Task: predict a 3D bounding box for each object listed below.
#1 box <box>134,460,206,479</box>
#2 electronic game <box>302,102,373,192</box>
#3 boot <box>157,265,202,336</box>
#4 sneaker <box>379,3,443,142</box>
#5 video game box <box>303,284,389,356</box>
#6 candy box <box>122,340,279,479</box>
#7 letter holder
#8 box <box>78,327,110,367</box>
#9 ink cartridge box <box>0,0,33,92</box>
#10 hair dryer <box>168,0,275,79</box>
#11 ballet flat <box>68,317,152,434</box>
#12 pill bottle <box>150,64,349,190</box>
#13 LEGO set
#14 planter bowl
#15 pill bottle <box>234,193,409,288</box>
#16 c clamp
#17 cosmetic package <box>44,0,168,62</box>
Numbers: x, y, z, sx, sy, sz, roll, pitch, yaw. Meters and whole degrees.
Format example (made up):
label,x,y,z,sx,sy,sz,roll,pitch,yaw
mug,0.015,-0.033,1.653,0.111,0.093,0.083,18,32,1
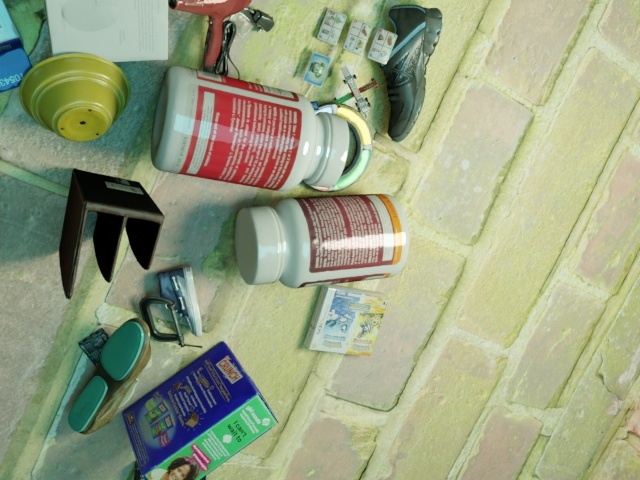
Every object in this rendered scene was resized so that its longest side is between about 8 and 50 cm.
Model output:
label,x,y,z,sx,sy,sz,roll,pitch,yaw
box,-0.408,0.673,1.764,0.191,0.045,0.184,2,103,-24
electronic game,0.030,-0.235,1.661,0.230,0.048,0.229,-8,110,-22
boot,-0.346,0.157,1.618,0.086,0.069,0.189,-9,108,-8
sneaker,0.204,-0.422,1.659,0.140,0.125,0.340,10,103,-3
video game box,0.074,0.225,1.835,0.205,0.048,0.187,11,104,-27
candy box,-0.301,0.433,1.605,0.317,0.268,0.122,-35,121,-10
letter holder,-0.452,-0.005,1.372,0.152,0.302,0.214,11,102,-27
box,-0.534,0.263,1.585,0.067,0.018,0.083,-34,117,-11
ink cartridge box,-0.761,-0.408,1.234,0.324,0.071,0.330,-25,114,-16
hair dryer,-0.215,-0.453,1.395,0.223,0.080,0.293,-58,148,0
ballet flat,-0.479,0.325,1.573,0.342,0.116,0.124,-59,151,12
pill bottle,-0.155,-0.235,1.460,0.408,0.229,0.228,9,103,-22
LEGO set,0.059,-0.414,1.596,0.183,0.060,0.244,20,92,-3
planter bowl,-0.489,-0.266,1.325,0.217,0.090,0.217,-16,151,-9
pill bottle,0.000,0.000,1.625,0.393,0.224,0.223,-4,108,-24
c clamp,-0.371,0.200,1.601,0.137,0.022,0.160,-4,120,17
cosmetic package,-0.422,-0.478,1.277,0.225,0.138,0.224,-8,139,-21
